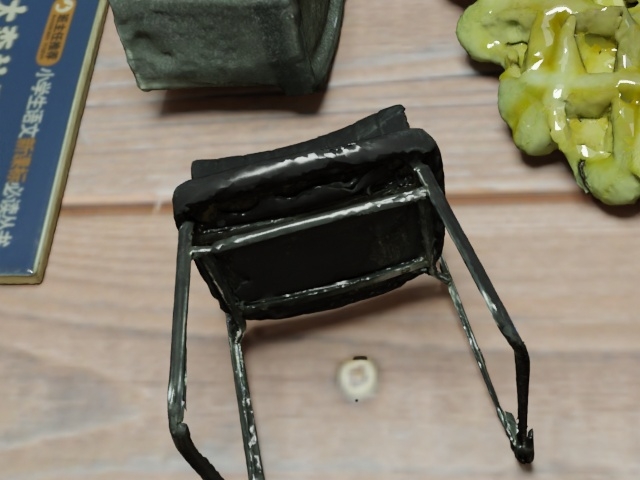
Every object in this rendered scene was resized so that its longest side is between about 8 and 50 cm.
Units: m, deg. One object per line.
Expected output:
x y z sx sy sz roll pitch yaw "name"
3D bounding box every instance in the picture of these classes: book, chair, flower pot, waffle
-0.301 -0.071 0.735 0.322 0.018 0.228 -2 58 11 "book"
0.000 0.000 0.551 0.140 0.145 0.221 -15 55 2 "chair"
-0.039 -0.188 0.700 0.108 0.103 0.229 4 58 14 "flower pot"
0.230 -0.145 0.633 0.317 0.073 0.297 -29 58 -7 "waffle"
